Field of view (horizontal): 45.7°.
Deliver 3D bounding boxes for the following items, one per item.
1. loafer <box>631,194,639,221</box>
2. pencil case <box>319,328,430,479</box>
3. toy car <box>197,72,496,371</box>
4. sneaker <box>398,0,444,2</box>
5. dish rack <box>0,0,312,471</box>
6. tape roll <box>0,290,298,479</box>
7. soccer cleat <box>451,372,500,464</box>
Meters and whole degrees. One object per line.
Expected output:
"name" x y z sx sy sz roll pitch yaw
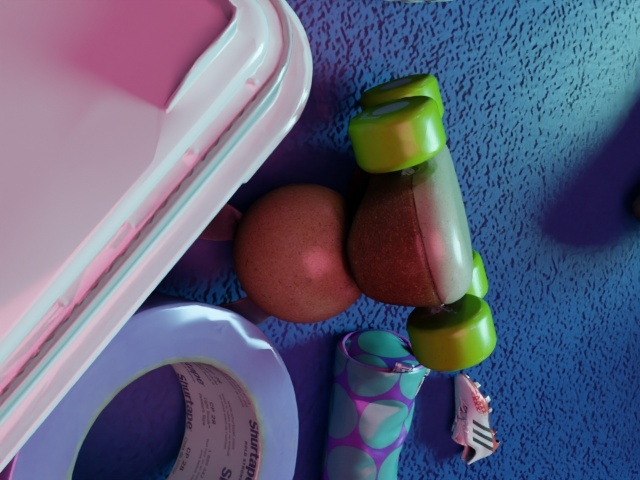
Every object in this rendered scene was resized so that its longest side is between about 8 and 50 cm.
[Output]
"loafer" 0.371 -0.105 0.599 0.302 0.095 0.109 -48 150 -6
"pencil case" 0.037 0.145 0.553 0.070 0.064 0.152 6 104 -6
"toy car" 0.000 0.000 0.485 0.188 0.149 0.155 -13 109 13
"sneaker" 0.034 -0.186 0.460 0.157 0.061 0.065 6 97 -24
"dish rack" -0.186 -0.064 0.324 0.285 0.072 0.333 40 77 -7
"tape roll" -0.107 0.123 0.441 0.189 0.080 0.189 -8 101 -45
"soccer cleat" 0.118 0.143 0.605 0.035 0.029 0.083 -30 118 -16
